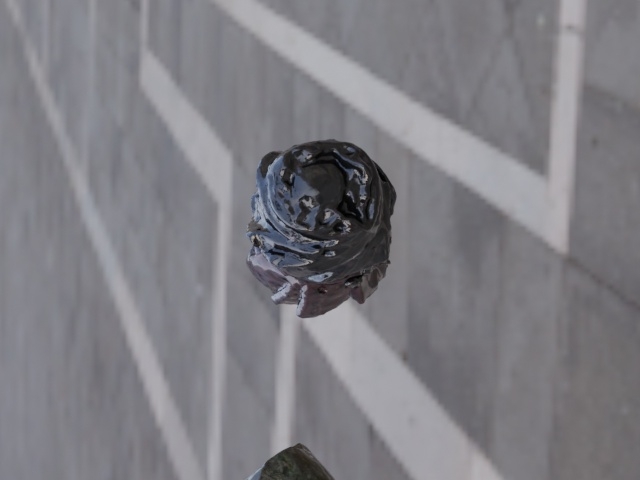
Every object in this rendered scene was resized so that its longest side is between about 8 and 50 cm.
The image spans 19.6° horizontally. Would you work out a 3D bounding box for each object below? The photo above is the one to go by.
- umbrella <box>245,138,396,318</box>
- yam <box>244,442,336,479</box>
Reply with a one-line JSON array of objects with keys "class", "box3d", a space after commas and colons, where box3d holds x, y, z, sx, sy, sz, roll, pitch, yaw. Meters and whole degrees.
[{"class": "umbrella", "box3d": [0.000, 0.000, 1.150, 0.090, 0.094, 0.326, -59, -5, -8]}, {"class": "yam", "box3d": [0.045, 0.211, 0.824, 0.274, 0.061, 0.061, 55, 154, 20]}]
